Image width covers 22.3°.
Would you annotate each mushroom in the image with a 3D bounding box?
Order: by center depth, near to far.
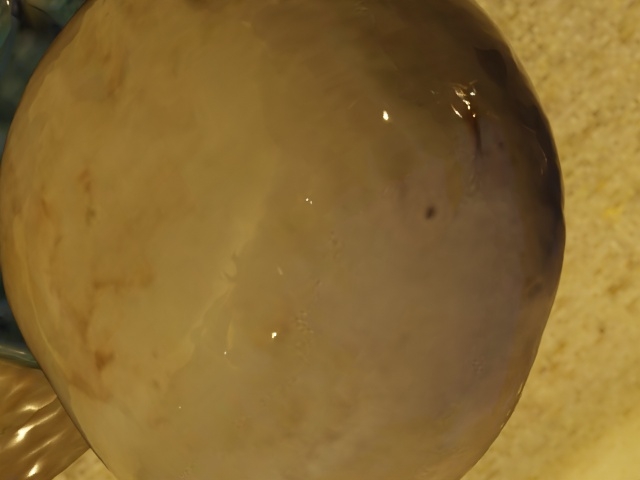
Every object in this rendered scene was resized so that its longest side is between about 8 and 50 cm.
[{"bbox_3d":[0.002,0.002,0.549,0.209,0.206,0.206,14,126,-29],"label":"mushroom"}]

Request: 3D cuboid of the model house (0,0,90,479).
[{"bbox_3d":[-0.229,-0.062,0.841,0.342,0.382,0.334,-41,159,8],"label":"model house"}]
